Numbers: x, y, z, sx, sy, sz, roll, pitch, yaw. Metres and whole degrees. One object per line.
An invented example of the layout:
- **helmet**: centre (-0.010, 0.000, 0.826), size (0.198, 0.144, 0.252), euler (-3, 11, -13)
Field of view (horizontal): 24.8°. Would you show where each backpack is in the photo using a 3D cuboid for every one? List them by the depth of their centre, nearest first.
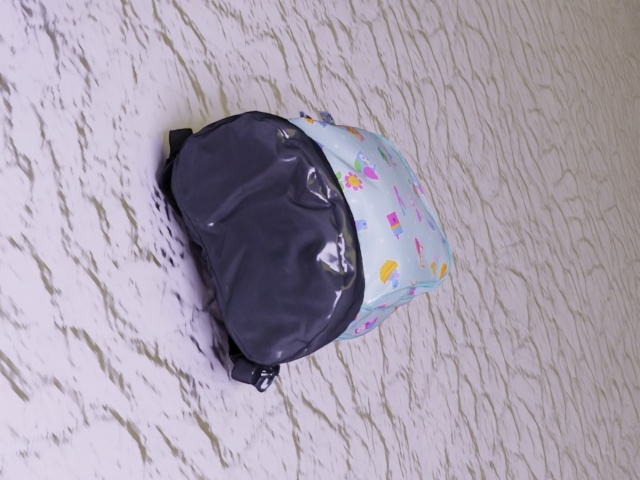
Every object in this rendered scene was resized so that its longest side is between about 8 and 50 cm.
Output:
- **backpack**: centre (0.000, 0.000, 0.833), size (0.182, 0.115, 0.152), euler (5, 68, -71)
